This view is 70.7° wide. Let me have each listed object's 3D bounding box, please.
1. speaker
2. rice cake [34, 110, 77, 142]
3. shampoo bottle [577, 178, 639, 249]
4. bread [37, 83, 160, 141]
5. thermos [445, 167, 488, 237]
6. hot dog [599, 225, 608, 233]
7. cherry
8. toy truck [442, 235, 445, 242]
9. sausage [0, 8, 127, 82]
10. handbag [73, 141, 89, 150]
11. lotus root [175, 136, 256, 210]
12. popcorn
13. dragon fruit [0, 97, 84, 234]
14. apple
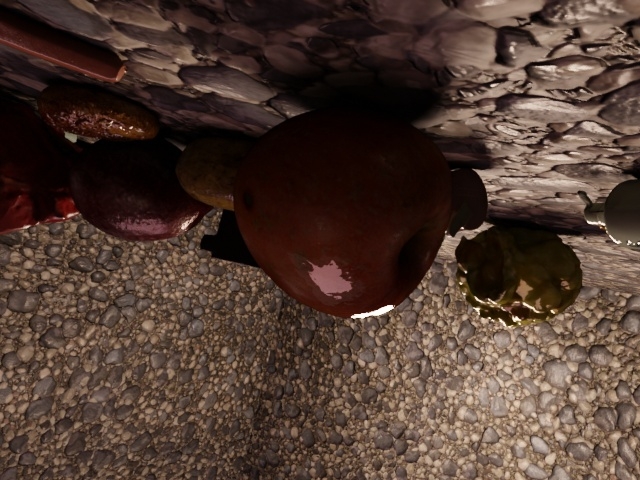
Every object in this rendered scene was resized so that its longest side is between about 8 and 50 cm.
[{"bbox_3d":[-0.120,-0.045,1.021,0.254,0.231,0.184,13,176,-9],"label":"speaker"},{"bbox_3d":[-0.623,-0.261,1.038,0.042,0.030,0.180,8,178,-1],"label":"rice cake"},{"bbox_3d":[0.385,-0.028,0.453,0.085,0.085,0.262,14,178,-16],"label":"shampoo bottle"},{"bbox_3d":[-0.362,-0.199,0.741,0.194,0.063,0.193,10,180,0],"label":"bread"},{"bbox_3d":[0.122,-0.051,0.719,0.177,0.145,0.265,5,174,-35],"label":"thermos"},{"bbox_3d":[0.481,-0.016,0.714,0.133,0.041,0.056,15,177,-35],"label":"hot dog"},{"bbox_3d":[-0.348,-0.104,0.891,0.301,0.202,0.230,21,-156,11],"label":"cherry"},{"bbox_3d":[0.256,0.000,1.249,0.129,0.135,0.260,12,-179,26],"label":"toy truck"},{"bbox_3d":[-0.284,-0.207,0.482,0.147,0.035,0.030,16,-151,-36],"label":"sausage"},{"bbox_3d":[-0.723,-0.246,1.305,0.255,0.088,0.211,11,-177,21],"label":"handbag"},{"bbox_3d":[-0.124,-0.109,0.788,0.261,0.128,0.145,15,-168,6],"label":"lotus root"},{"bbox_3d":[0.438,0.073,1.029,0.271,0.223,0.257,21,163,16],"label":"popcorn"},{"bbox_3d":[-0.596,-0.152,0.932,0.241,0.301,0.330,-11,-178,28],"label":"dragon fruit"},{"bbox_3d":[0.018,-0.036,0.513,0.254,0.253,0.253,13,178,1],"label":"apple"}]
